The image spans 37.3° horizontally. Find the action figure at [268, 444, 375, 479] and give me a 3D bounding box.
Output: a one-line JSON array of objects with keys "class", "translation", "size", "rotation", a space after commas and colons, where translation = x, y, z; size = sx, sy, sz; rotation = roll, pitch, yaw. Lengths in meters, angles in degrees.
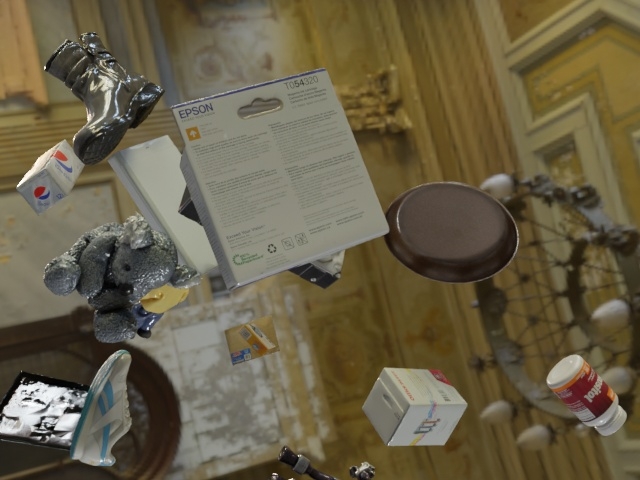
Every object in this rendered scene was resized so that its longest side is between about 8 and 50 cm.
[{"class": "action figure", "translation": [0.033, 0.531, 1.966], "size": [0.185, 0.285, 0.099], "rotation": [-63, -177, -25]}]

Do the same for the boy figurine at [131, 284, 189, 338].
[{"class": "boy figurine", "translation": [-0.407, 0.128, 2.373], "size": [0.285, 0.177, 0.092], "rotation": [-52, -120, 24]}]

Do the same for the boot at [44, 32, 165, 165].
[{"class": "boot", "translation": [-0.484, -0.297, 1.957], "size": [0.222, 0.338, 0.118], "rotation": [38, -61, -7]}]

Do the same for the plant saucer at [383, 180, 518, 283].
[{"class": "plant saucer", "translation": [0.298, -0.025, 2.169], "size": [0.050, 0.310, 0.311], "rotation": [-72, -179, -46]}]

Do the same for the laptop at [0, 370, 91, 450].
[{"class": "laptop", "translation": [-0.594, 0.352, 1.966], "size": [0.264, 0.234, 0.136], "rotation": [-54, -136, 15]}]

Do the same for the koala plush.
[{"class": "koala plush", "translation": [-0.331, 0.041, 1.676], "size": [0.221, 0.203, 0.196], "rotation": [-20, -60, 42]}]

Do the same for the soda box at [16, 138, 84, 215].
[{"class": "soda box", "translation": [-0.693, -0.168, 2.452], "size": [0.091, 0.098, 0.286], "rotation": [54, 9, -19]}]

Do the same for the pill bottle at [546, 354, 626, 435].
[{"class": "pill bottle", "translation": [0.516, 0.301, 1.828], "size": [0.152, 0.086, 0.086], "rotation": [46, -28, -7]}]

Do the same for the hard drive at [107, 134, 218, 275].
[{"class": "hard drive", "translation": [-0.305, -0.072, 2.029], "size": [0.040, 0.203, 0.308], "rotation": [-33, -90, 29]}]

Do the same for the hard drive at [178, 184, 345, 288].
[{"class": "hard drive", "translation": [-0.095, -0.078, 1.856], "size": [0.064, 0.338, 0.237], "rotation": [-41, -152, 44]}]

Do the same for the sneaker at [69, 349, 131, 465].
[{"class": "sneaker", "translation": [-0.413, 0.328, 1.863], "size": [0.087, 0.092, 0.229], "rotation": [-4, -114, 70]}]

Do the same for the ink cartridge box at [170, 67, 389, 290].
[{"class": "ink cartridge box", "translation": [-0.075, -0.115, 1.694], "size": [0.071, 0.324, 0.330], "rotation": [-31, -101, 63]}]

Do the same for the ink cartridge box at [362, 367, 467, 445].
[{"class": "ink cartridge box", "translation": [0.211, 0.376, 2.141], "size": [0.128, 0.176, 0.127], "rotation": [53, -55, 46]}]

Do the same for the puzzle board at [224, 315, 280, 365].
[{"class": "puzzle board", "translation": [-0.172, 0.252, 2.387], "size": [0.011, 0.128, 0.096], "rotation": [54, 19, -68]}]

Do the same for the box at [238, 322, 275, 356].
[{"class": "box", "translation": [-0.148, 0.234, 2.239], "size": [0.081, 0.028, 0.136], "rotation": [46, 0, 7]}]
